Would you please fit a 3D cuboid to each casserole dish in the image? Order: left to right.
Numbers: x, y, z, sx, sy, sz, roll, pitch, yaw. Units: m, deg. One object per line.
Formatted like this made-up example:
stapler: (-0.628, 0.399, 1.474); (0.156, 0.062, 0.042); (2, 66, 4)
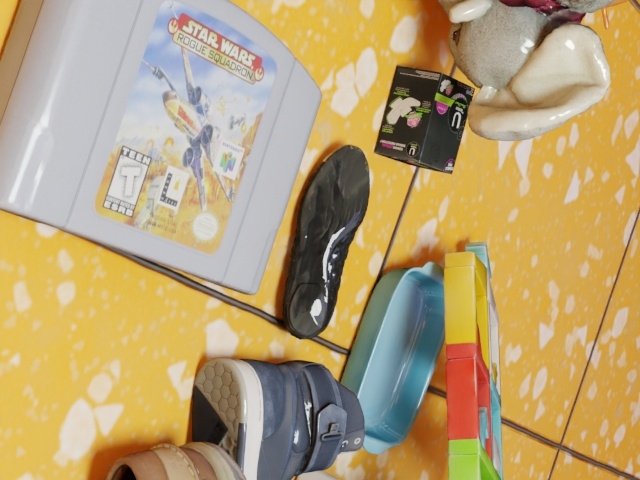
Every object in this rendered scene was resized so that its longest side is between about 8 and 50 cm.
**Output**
casserole dish: (0.067, 0.107, 1.357); (0.114, 0.037, 0.188); (29, 80, -54)

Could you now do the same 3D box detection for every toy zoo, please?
toy zoo: (0.149, 0.138, 1.376); (0.192, 0.030, 0.293); (56, 32, -65)

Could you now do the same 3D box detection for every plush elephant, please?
plush elephant: (0.174, -0.241, 1.221); (0.330, 0.272, 0.255); (37, 111, -16)

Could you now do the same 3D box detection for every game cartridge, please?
game cartridge: (-0.110, -0.084, 1.038); (0.297, 0.062, 0.198); (22, 88, -54)

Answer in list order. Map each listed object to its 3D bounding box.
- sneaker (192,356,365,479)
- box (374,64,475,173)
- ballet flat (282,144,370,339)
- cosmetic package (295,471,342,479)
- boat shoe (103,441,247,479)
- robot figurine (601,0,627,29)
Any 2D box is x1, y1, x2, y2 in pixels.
sneaker: (-0.039, 0.208, 1.208); (0.163, 0.086, 0.226); (3, 99, -51)
box: (0.095, -0.109, 1.301); (0.062, 0.052, 0.083); (15, 91, -53)
ballet flat: (0.000, 0.000, 1.232); (0.057, 0.049, 0.173); (17, 87, -9)
cosmetic package: (0.117, 0.370, 1.370); (0.385, 0.217, 0.156); (43, 67, -49)
boat shoe: (-0.152, 0.307, 1.080); (0.116, 0.123, 0.324); (16, 83, -47)
robot figurine: (0.275, -0.324, 1.403); (0.158, 0.128, 0.219); (20, 85, -71)
